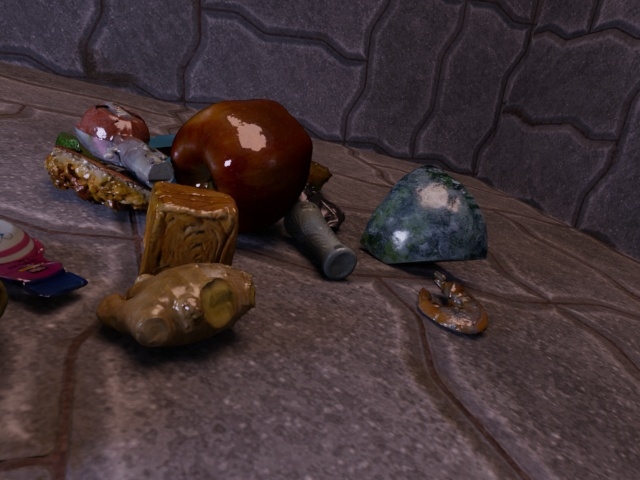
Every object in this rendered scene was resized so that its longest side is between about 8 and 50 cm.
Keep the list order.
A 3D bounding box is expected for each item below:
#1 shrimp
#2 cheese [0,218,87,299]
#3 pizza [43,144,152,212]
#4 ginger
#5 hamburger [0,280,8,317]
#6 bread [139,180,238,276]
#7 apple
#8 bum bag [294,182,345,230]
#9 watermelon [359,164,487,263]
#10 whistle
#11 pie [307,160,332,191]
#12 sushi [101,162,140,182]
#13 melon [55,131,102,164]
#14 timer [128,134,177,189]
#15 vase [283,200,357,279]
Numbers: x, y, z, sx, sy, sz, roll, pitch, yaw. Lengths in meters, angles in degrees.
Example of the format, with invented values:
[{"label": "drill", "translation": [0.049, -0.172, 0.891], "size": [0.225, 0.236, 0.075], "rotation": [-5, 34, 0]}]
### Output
[{"label": "shrimp", "translation": [0.260, 0.122, 0.912], "size": [0.132, 0.052, 0.187], "rotation": [12, 23, -14]}, {"label": "cheese", "translation": [-0.439, 0.020, 0.618], "size": [0.244, 0.062, 0.155], "rotation": [22, 18, 13]}, {"label": "pizza", "translation": [-0.460, -0.116, 0.941], "size": [0.305, 0.085, 0.161], "rotation": [24, -1, 14]}, {"label": "ginger", "translation": [-0.172, 0.081, 0.609], "size": [0.157, 0.102, 0.216], "rotation": [-3, 9, 41]}, {"label": "hamburger", "translation": [-0.436, 0.071, 0.384], "size": [0.265, 0.134, 0.285], "rotation": [17, 24, -18]}, {"label": "bread", "translation": [-0.215, -0.006, 0.735], "size": [0.149, 0.158, 0.143], "rotation": [3, 24, -23]}, {"label": "apple", "translation": [-0.169, -0.167, 0.999], "size": [0.288, 0.288, 0.317], "rotation": [24, 38, 22]}, {"label": "bum bag", "translation": [-0.066, -0.124, 1.239], "size": [0.310, 0.074, 0.137], "rotation": [41, 46, 23]}, {"label": "watermelon", "translation": [0.290, -0.028, 1.155], "size": [0.289, 0.214, 0.320], "rotation": [27, 66, 18]}, {"label": "whistle", "translation": [-0.414, -0.206, 0.964], "size": [0.346, 0.134, 0.142], "rotation": [35, 4, 38]}, {"label": "pie", "translation": [-0.131, -0.228, 1.482], "size": [0.354, 0.103, 0.288], "rotation": [1, 25, -33]}, {"label": "sushi", "translation": [-0.435, -0.190, 1.216], "size": [0.231, 0.047, 0.219], "rotation": [31, 24, 36]}, {"label": "melon", "translation": [-0.587, -0.214, 1.094], "size": [0.114, 0.053, 0.262], "rotation": [39, -8, -24]}, {"label": "timer", "translation": [-0.376, -0.198, 1.167], "size": [0.250, 0.091, 0.232], "rotation": [32, 32, 27]}, {"label": "vase", "translation": [0.000, 0.000, 0.988], "size": [0.096, 0.096, 0.219], "rotation": [5, 25, -29]}]
